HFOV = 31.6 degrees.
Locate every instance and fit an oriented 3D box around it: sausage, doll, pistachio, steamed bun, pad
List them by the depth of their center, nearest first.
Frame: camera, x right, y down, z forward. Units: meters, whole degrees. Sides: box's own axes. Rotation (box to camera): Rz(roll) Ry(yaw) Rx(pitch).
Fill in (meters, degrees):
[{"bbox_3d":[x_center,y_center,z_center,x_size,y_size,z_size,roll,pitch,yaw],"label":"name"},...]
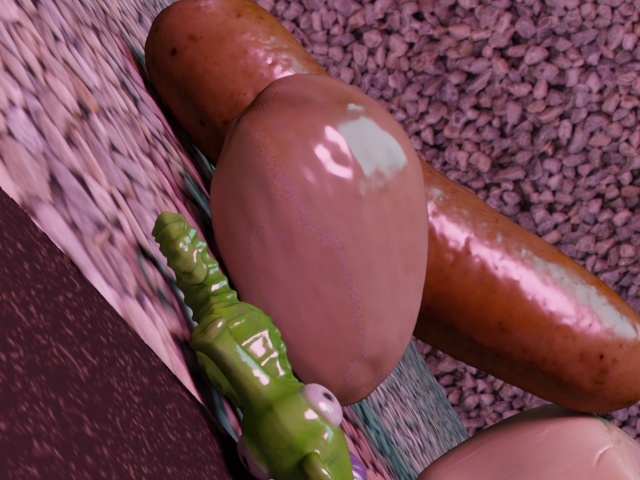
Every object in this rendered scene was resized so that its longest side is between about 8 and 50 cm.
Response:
[{"bbox_3d":[-0.067,0.076,0.367,0.330,0.004,0.220,56,5,-41],"label":"pad"},{"bbox_3d":[-0.036,0.056,0.541,0.190,0.050,0.115,52,-9,45],"label":"doll"},{"bbox_3d":[0.000,0.000,0.800,0.138,0.153,0.237,-58,145,-74],"label":"pistachio"},{"bbox_3d":[0.056,-0.019,0.921,0.501,0.136,0.123,39,2,3],"label":"sausage"},{"bbox_3d":[0.183,0.223,0.933,0.154,0.200,0.250,58,2,-7],"label":"steamed bun"}]
